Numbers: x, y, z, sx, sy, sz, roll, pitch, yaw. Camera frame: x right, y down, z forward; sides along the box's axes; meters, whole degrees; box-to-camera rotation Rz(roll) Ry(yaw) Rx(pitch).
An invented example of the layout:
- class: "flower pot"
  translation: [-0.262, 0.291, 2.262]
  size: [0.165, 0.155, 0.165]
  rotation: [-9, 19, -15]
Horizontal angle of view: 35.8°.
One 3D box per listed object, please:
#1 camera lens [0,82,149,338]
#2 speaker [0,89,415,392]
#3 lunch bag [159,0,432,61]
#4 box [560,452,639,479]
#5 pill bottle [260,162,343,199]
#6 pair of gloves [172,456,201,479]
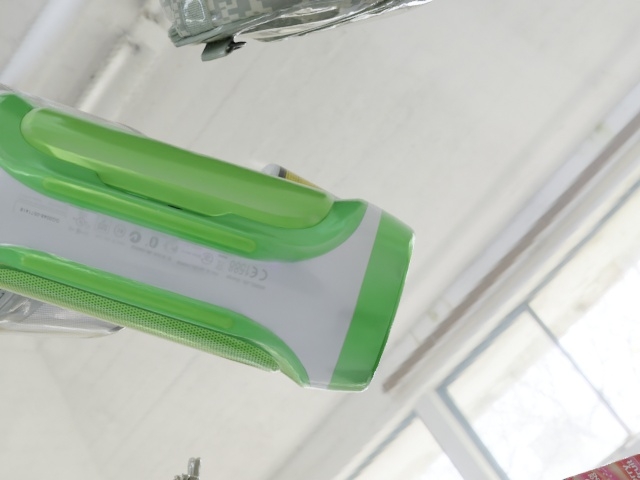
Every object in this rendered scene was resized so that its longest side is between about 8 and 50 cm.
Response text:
- class: "camera lens"
  translation: [-0.276, -0.023, 0.902]
  size: [0.219, 0.219, 0.274]
  rotation: [-46, -26, 16]
- class: "speaker"
  translation: [-0.098, 0.000, 0.617]
  size: [0.297, 0.131, 0.131]
  rotation: [17, -45, 1]
- class: "lunch bag"
  translation: [-0.051, -0.315, 0.815]
  size: [0.213, 0.305, 0.256]
  rotation: [-6, 13, 38]
- class: "box"
  translation: [0.273, 0.319, 0.819]
  size: [0.128, 0.256, 0.122]
  rotation: [-5, -32, -37]
- class: "pill bottle"
  translation: [0.000, 0.000, 1.080]
  size: [0.184, 0.103, 0.103]
  rotation: [28, -62, -13]
- class: "pair of gloves"
  translation: [-0.197, 0.414, 1.382]
  size: [0.042, 0.204, 0.240]
  rotation: [6, -4, -5]
